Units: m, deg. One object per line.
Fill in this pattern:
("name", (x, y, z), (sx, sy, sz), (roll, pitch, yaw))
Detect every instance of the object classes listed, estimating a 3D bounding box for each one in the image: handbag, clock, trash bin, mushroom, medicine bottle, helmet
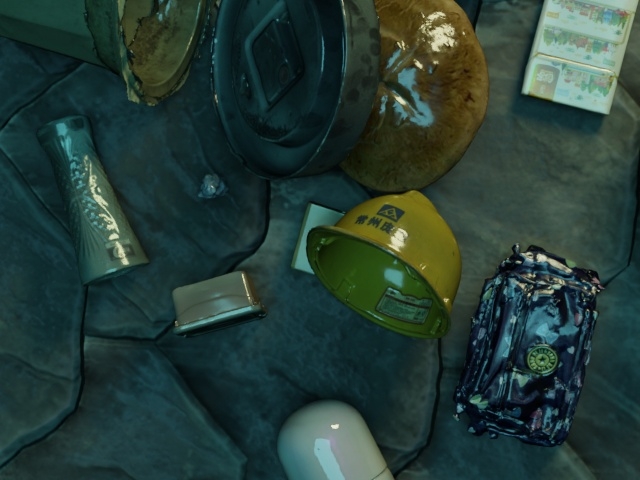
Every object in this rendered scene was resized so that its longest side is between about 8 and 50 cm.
("handbag", (0.271, 0.142, 1.765), (0.162, 0.113, 0.260), (15, 100, 10))
("clock", (-0.036, -0.228, 1.695), (0.061, 0.312, 0.313), (-2, 92, -35))
("trash bin", (0.000, 0.000, 1.813), (0.060, 0.043, 0.092), (17, 94, 3))
("mushroom", (0.085, -0.202, 1.749), (0.278, 0.146, 0.278), (0, 90, 11))
("medicine bottle", (0.053, 0.370, 1.777), (0.130, 0.130, 0.341), (-25, 91, 5))
("helmet", (0.099, 0.009, 1.731), (0.205, 0.257, 0.140), (21, 65, 23))

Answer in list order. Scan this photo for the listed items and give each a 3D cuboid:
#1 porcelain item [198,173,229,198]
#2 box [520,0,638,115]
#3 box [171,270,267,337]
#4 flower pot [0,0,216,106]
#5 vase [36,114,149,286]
("porcelain item", (-0.142, -0.071, 1.800), (0.028, 0.083, 0.036), (26, 97, 5))
("box", (0.348, -0.286, 1.783), (0.122, 0.032, 0.221), (14, 93, 4))
("box", (-0.138, 0.085, 1.806), (0.122, 0.089, 0.062), (-15, 81, 4))
("flower pot", (-0.296, -0.331, 1.724), (0.259, 0.290, 0.290), (13, 93, 14))
("vase", (-0.310, -0.056, 1.811), (0.096, 0.096, 0.219), (-20, 88, 4))
